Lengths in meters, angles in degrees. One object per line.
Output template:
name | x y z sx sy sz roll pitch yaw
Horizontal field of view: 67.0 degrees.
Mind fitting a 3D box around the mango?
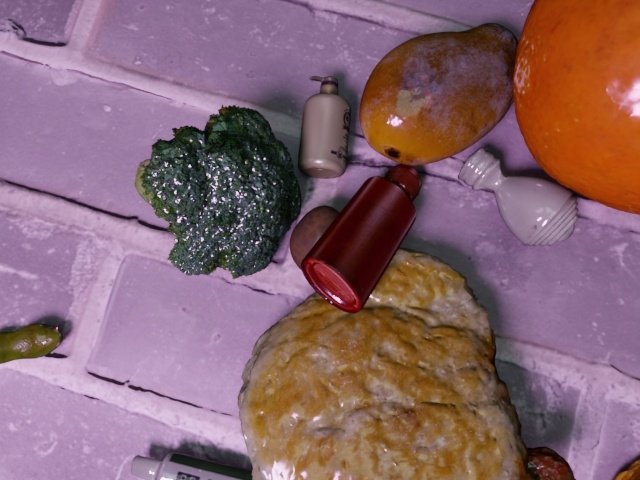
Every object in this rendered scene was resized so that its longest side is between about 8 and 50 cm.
mango | 0.198 -0.238 0.761 0.316 0.146 0.193 -36 84 -19

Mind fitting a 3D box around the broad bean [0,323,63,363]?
broad bean | -0.519 0.173 0.747 0.256 0.053 0.052 -14 119 -1

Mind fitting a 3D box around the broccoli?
broccoli | -0.169 -0.075 0.705 0.268 0.269 0.254 17 77 3

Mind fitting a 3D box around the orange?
orange | 0.471 -0.229 0.659 0.423 0.326 0.425 3 74 -10

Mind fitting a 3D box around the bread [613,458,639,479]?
bread | 0.527 0.427 0.651 0.195 0.143 0.270 -37 85 -4

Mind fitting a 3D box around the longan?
longan | 0.000 0.000 0.743 0.092 0.113 0.114 14 82 -3

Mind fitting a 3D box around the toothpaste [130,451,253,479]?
toothpaste | -0.088 0.378 0.704 0.391 0.061 0.099 15 87 1

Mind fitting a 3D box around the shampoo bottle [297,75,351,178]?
shampoo bottle | 0.009 -0.186 0.780 0.079 0.079 0.162 6 81 2

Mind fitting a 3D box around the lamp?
lamp | 0.306 -0.068 0.751 0.193 0.106 0.106 41 84 14

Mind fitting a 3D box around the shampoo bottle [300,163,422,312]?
shampoo bottle | 0.075 -0.020 0.698 0.102 0.064 0.260 43 51 -6

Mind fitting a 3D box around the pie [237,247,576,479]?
pie | 0.086 0.227 0.675 0.394 0.180 0.418 -23 71 -14
